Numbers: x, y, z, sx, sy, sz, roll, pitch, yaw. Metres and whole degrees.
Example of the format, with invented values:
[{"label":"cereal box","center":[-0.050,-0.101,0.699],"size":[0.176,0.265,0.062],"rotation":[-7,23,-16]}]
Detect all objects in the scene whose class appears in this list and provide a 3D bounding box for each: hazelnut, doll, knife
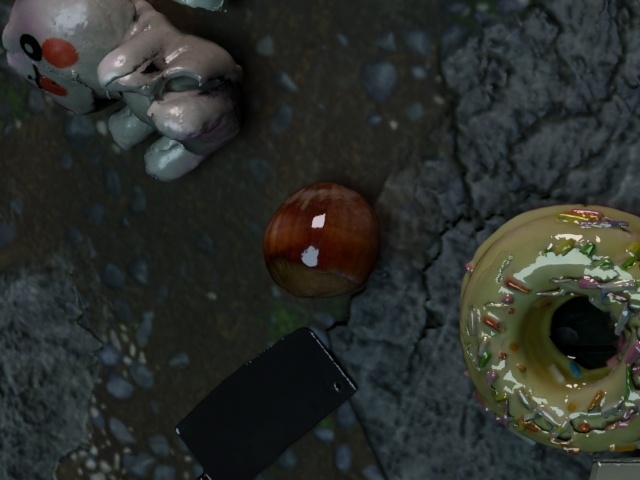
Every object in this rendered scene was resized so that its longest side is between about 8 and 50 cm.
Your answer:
[{"label":"hazelnut","center":[0.000,0.000,0.976],"size":[0.086,0.086,0.086],"rotation":[7,107,24]},{"label":"doll","center":[-0.138,-0.125,0.987],"size":[0.192,0.149,0.095],"rotation":[33,75,6]},{"label":"knife","center":[-0.074,0.155,1.088],"size":[0.245,0.019,0.072],"rotation":[-44,79,26]}]

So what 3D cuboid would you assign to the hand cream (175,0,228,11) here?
[{"label":"hand cream","center":[-0.062,-0.255,0.949],"size":[0.078,0.050,0.205],"rotation":[18,107,14]}]

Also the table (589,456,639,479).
[{"label":"table","center":[0.283,0.207,0.851],"size":[0.240,0.111,0.122],"rotation":[-6,129,27]}]

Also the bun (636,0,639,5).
[{"label":"bun","center":[0.258,-0.178,0.774],"size":[0.193,0.128,0.178],"rotation":[-13,98,40]}]

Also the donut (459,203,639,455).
[{"label":"donut","center":[0.163,0.061,0.916],"size":[0.174,0.068,0.175],"rotation":[7,106,24]}]
